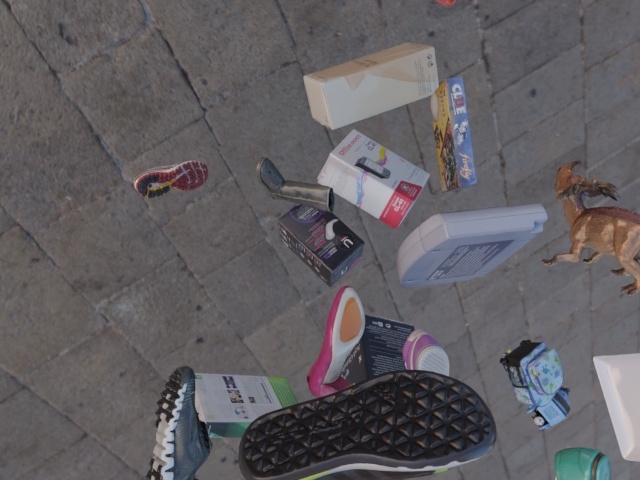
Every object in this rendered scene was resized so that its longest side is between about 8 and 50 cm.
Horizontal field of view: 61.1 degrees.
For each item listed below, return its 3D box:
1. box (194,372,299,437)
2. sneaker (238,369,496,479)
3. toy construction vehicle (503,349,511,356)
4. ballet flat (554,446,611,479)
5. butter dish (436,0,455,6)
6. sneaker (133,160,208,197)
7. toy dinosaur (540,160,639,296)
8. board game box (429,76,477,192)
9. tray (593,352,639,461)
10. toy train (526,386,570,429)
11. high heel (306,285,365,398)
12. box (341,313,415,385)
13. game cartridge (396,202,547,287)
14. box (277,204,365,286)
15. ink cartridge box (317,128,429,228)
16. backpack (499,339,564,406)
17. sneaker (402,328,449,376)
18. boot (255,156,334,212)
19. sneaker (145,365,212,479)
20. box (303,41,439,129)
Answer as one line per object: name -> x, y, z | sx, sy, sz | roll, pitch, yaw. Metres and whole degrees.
box -> -0.215, 0.485, 1.601 | 0.321, 0.232, 0.059 | 9, 108, -27
sneaker -> 0.040, 0.182, 0.496 | 0.234, 0.084, 0.097 | -12, 140, 14
toy construction vehicle -> 0.681, 0.392, 1.824 | 0.085, 0.098, 0.035 | -24, 145, -25
ballet flat -> 0.391, 0.423, 0.805 | 0.083, 0.087, 0.248 | -10, 93, -41
butter dish -> 0.226, -0.567, 1.107 | 0.118, 0.159, 0.160 | -52, 176, -38
sneaker -> -0.435, -0.191, 1.581 | 0.225, 0.092, 0.088 | -15, 120, -31
toy dinosaur -> 0.558, -0.025, 1.034 | 0.127, 0.295, 0.201 | -18, 124, -46
board game box -> 0.310, -0.242, 1.283 | 0.042, 0.165, 0.244 | -8, 91, -1
tray -> 0.793, 0.416, 1.359 | 0.030, 0.145, 0.271 | -9, 82, -35
toy train -> 0.671, 0.479, 1.575 | 0.105, 0.080, 0.184 | -45, 162, 30
high heel -> 0.017, 0.188, 1.008 | 0.082, 0.117, 0.244 | -17, 115, -35
box -> 0.172, 0.484, 1.704 | 0.211, 0.396, 0.294 | 14, 129, -17
game cartridge -> 0.238, 0.017, 0.950 | 0.195, 0.060, 0.294 | -10, 161, -9
box -> 0.000, 0.000, 1.880 | 0.165, 0.270, 0.143 | -40, 161, -19
ink cartridge box -> 0.177, -0.204, 1.776 | 0.226, 0.306, 0.131 | -52, 173, -50
backpack -> 0.433, 0.272, 1.090 | 0.105, 0.084, 0.114 | -24, 100, -33
sneaker -> 0.260, 0.362, 1.376 | 0.102, 0.161, 0.282 | 1, 107, -12
boot -> -0.069, -0.157, 1.568 | 0.076, 0.208, 0.190 | -63, 155, -18
sneaker -> -0.242, 0.344, 0.976 | 0.106, 0.078, 0.235 | 13, 82, -36
box -> 0.130, -0.398, 1.387 | 0.311, 0.148, 0.121 | -22, 120, -14
